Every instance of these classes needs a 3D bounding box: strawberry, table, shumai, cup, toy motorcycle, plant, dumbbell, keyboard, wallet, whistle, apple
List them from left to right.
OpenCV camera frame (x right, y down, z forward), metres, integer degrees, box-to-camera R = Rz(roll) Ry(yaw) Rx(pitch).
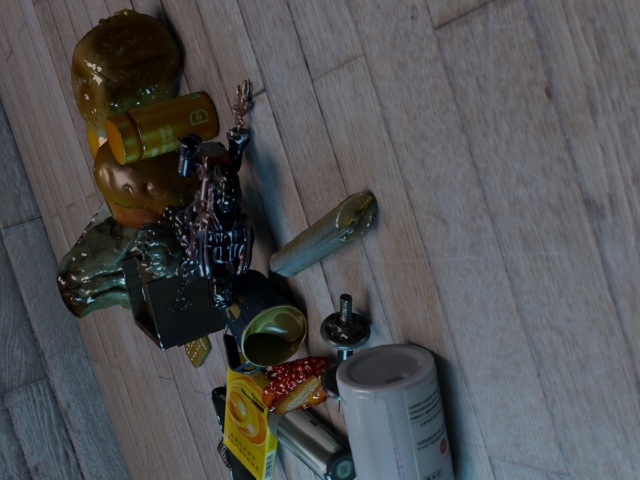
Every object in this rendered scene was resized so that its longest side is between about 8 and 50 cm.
[{"bbox_3d":[-0.492,0.059,2.291,0.309,0.263,0.304,39,132,39],"label":"shumai"},{"bbox_3d":[-0.407,-0.120,2.149,0.201,0.162,0.201,43,145,42],"label":"apple"},{"bbox_3d":[-0.288,0.111,2.034,0.169,0.193,0.173,28,132,55],"label":"table"},{"bbox_3d":[-0.258,0.004,1.892,0.132,0.194,0.129,54,151,34],"label":"plant"},{"bbox_3d":[-0.184,-0.086,1.708,0.207,0.134,0.401,-125,34,-51],"label":"toy motorcycle"},{"bbox_3d":[-0.232,0.521,2.445,0.064,0.010,0.198,60,154,18],"label":"keyboard"},{"bbox_3d":[-0.183,0.504,2.291,0.172,0.045,0.318,9,115,59],"label":"wallet"},{"bbox_3d":[-0.125,0.153,1.789,0.176,0.131,0.155,-57,39,13],"label":"cup"},{"bbox_3d":[-0.033,0.248,1.735,0.188,0.121,0.082,-47,51,46],"label":"strawberry"},{"bbox_3d":[0.001,0.001,1.514,0.057,0.068,0.326,37,156,-10],"label":"whistle"},{"bbox_3d":[0.039,0.186,1.554,0.081,0.081,0.254,45,146,43],"label":"dumbbell"}]

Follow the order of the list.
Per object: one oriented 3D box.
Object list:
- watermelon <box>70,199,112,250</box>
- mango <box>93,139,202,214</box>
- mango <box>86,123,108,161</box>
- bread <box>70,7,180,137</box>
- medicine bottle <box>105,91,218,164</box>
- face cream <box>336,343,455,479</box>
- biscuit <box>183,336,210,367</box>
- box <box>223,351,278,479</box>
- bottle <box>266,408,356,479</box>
[{"bbox_3d":[-0.566,0.069,2.559,0.320,0.213,0.290,-33,80,51],"label":"watermelon"},{"bbox_3d":[-0.351,-0.124,1.979,0.248,0.156,0.151,29,-177,7],"label":"mango"},{"bbox_3d":[-0.496,-0.234,2.318,0.177,0.119,0.317,69,164,-3],"label":"mango"},{"bbox_3d":[-0.397,-0.334,1.932,0.176,0.195,0.246,56,152,20],"label":"bread"},{"bbox_3d":[-0.295,-0.211,1.813,0.096,0.191,0.096,43,143,44],"label":"medicine bottle"},{"bbox_3d":[0.123,0.347,1.417,0.145,0.145,0.370,20,125,59],"label":"face cream"},{"bbox_3d":[-0.345,0.183,2.407,0.255,0.029,0.172,64,155,15],"label":"biscuit"},{"bbox_3d":[-0.148,0.383,2.089,0.152,0.043,0.269,38,135,34],"label":"box"},{"bbox_3d":[-0.015,0.378,1.818,0.096,0.079,0.253,39,173,-34],"label":"bottle"}]
